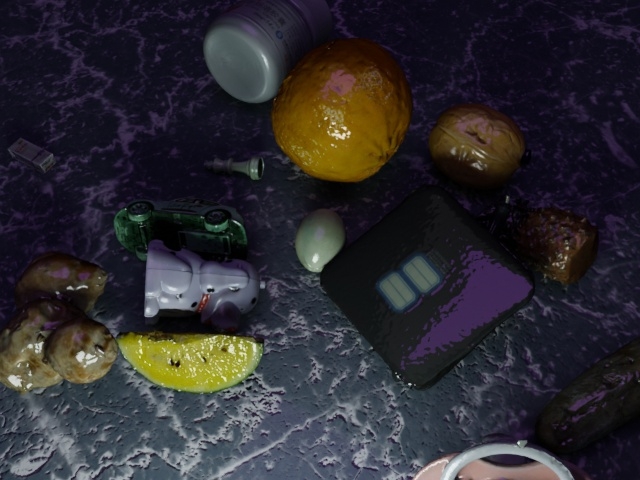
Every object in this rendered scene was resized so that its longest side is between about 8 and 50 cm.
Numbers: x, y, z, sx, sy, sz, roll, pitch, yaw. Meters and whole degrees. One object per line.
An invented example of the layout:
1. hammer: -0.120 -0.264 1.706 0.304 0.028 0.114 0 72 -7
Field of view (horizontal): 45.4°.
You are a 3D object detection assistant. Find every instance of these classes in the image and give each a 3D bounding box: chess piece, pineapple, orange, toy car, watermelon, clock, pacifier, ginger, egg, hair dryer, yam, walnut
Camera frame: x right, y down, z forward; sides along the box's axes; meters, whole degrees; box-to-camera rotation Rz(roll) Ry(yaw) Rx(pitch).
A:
1. chess piece: -0.216 -0.184 1.878 0.149 0.059 0.059 7 54 13
2. pineapple: 0.466 -0.020 1.689 0.158 0.158 0.278 -39 48 -23
3. orange: 0.061 -0.293 1.780 0.340 0.340 0.293 -38 72 -23
4. toy car: -0.304 -0.031 1.721 0.306 0.136 0.125 7 41 9
5. watermelon: -0.247 0.228 1.525 0.301 0.129 0.123 -1 52 10
6. clock: -0.244 0.100 1.615 0.254 0.189 0.189 8 53 -11
7. pacifier: 0.309 0.442 1.296 0.332 0.273 0.220 2 78 8
8. ginger: -0.538 0.153 1.566 0.256 0.176 0.375 -29 43 8
9. egg: 0.000 0.000 1.693 0.114 0.114 0.152 11 58 10
10. hair dryer: 0.348 -0.001 1.645 0.124 0.071 0.219 31 103 21
11. yam: 0.550 0.296 1.450 0.330 0.133 0.133 -29 57 -13
12. walnut: 0.367 -0.223 1.801 0.225 0.193 0.193 23 58 19

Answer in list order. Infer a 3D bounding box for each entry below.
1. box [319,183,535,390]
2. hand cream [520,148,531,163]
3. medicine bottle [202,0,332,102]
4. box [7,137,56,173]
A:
1. box: 0.214 0.090 1.578 0.350 0.091 0.359 -40 60 -3
2. hand cream: 0.439 -0.225 1.895 0.163 0.039 0.062 18 58 22
3. medicine bottle: -0.132 -0.530 2.012 0.245 0.245 0.306 27 51 20
4. box: -0.726 -0.214 1.930 0.117 0.036 0.050 27 59 22
